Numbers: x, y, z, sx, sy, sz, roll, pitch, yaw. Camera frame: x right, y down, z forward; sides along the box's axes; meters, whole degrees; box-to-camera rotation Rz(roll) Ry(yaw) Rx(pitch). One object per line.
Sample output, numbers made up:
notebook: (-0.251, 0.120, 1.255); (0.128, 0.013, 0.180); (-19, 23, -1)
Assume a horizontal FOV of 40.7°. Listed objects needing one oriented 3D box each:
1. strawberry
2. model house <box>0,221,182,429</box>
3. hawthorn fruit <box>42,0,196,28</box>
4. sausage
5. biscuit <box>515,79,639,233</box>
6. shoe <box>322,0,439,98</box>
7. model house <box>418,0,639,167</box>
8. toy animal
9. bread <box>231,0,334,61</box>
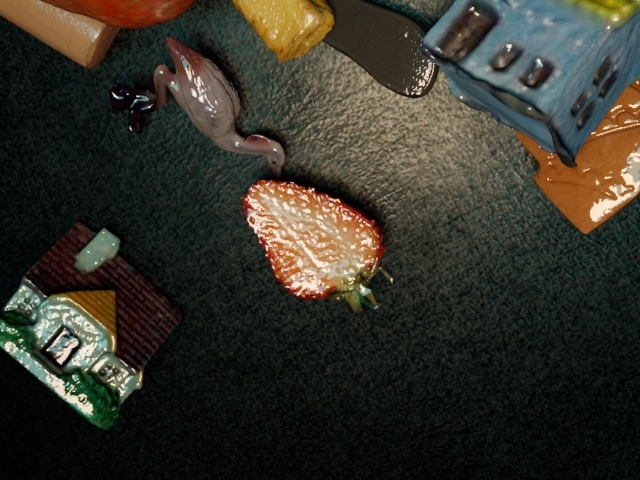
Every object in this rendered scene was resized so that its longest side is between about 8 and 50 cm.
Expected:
strawberry: (0.000, 0.000, 1.438); (0.286, 0.106, 0.188); (44, 105, 0)
model house: (-0.383, 0.134, 1.492); (0.280, 0.230, 0.249); (43, 84, -9)
hawthorn fruit: (-0.297, -0.478, 1.148); (0.403, 0.403, 0.402); (2, 108, 7)
sausage: (-0.440, -0.385, 1.363); (0.253, 0.123, 0.123); (31, 109, -4)
biscuit: (0.409, -0.162, 1.283); (0.284, 0.043, 0.306); (4, 91, 28)
shoe: (0.094, -0.312, 1.337); (0.241, 0.093, 0.108); (36, 113, 21)
model house: (0.327, -0.289, 1.199); (0.237, 0.215, 0.303); (39, 90, 31)
toy animal: (-0.174, -0.208, 1.401); (0.324, 0.090, 0.195); (24, 133, -5)
bread: (-0.076, -0.378, 1.319); (0.114, 0.083, 0.211); (-40, 85, 23)
